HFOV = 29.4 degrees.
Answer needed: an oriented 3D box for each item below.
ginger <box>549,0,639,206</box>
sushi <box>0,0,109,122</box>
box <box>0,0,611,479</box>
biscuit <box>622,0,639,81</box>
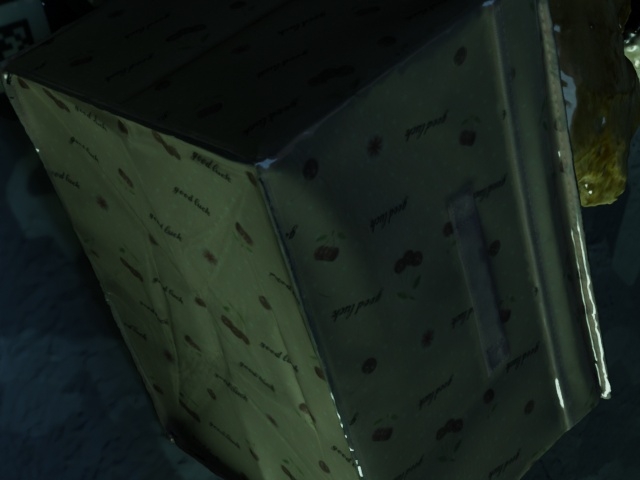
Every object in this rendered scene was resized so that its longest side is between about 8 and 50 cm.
[{"bbox_3d":[0.160,-0.209,0.839,0.236,0.166,0.375,1,102,-29],"label":"ginger"},{"bbox_3d":[-0.104,-0.169,0.708,0.219,0.047,0.231,15,88,-38],"label":"sushi"},{"bbox_3d":[0.000,0.000,0.675,0.190,0.225,0.297,-37,129,-28],"label":"box"},{"bbox_3d":[0.309,-0.121,1.033,0.219,0.055,0.061,40,78,-34],"label":"biscuit"}]
